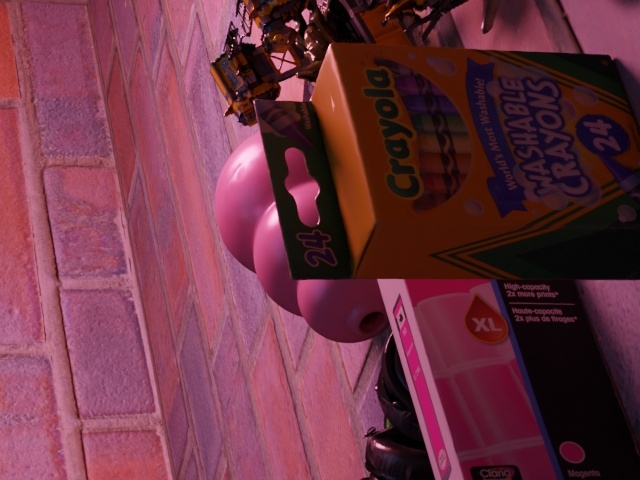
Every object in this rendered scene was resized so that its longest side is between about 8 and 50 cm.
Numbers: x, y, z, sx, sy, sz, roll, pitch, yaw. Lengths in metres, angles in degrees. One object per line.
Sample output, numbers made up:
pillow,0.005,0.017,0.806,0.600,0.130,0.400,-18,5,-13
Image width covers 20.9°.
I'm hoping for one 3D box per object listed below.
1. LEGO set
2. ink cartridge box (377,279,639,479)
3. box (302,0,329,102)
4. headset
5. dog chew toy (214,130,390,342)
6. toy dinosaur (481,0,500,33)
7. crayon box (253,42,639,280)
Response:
LEGO set,0.023,-0.201,1.914,0.192,0.255,0.331,60,154,14
ink cartridge box,0.163,0.098,1.602,0.069,0.175,0.371,107,156,-43
box,0.039,-0.237,2.168,0.147,0.077,0.180,-134,46,-67
headset,0.089,0.194,1.827,0.394,0.185,0.243,-98,15,-61
dog chew toy,0.000,0.000,2.118,0.332,0.206,0.207,-124,36,-47
toy dinosaur,0.150,-0.338,1.780,0.118,0.064,0.268,-41,58,17
crayon box,0.120,-0.068,1.493,0.083,0.323,0.203,111,152,-50
